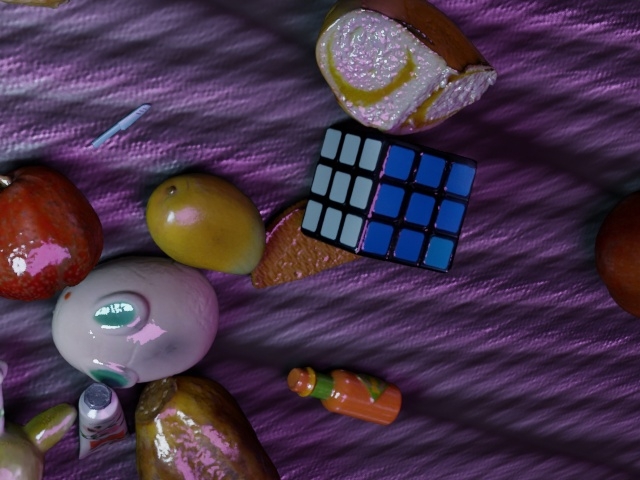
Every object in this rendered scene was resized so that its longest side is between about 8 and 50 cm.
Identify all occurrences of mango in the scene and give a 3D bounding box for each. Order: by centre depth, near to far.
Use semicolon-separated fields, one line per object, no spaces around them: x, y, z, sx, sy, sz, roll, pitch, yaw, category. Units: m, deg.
-0.147;-0.018;1.853;0.130;0.092;0.195;-45;131;-1;mango

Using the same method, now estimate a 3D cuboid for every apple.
0.536;0.020;2.135;0.234;0.234;0.234;-12;121;-20;apple

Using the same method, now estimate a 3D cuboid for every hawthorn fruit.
-0.361;-0.030;1.722;0.162;0.162;0.203;-23;106;-13;hawthorn fruit

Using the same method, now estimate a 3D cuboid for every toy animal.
-0.443;0.325;1.864;0.181;0.180;0.363;10;90;-37;toy animal

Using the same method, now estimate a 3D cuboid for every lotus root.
-0.168;0.312;1.971;0.193;0.193;0.291;-32;128;-7;lotus root

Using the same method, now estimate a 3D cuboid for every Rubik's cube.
0.092;-0.056;1.886;0.160;0.163;0.162;13;92;-32;Rubik's cube

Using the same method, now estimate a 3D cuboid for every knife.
-0.254;-0.147;1.782;0.091;0.005;0.014;-38;125;-3;knife

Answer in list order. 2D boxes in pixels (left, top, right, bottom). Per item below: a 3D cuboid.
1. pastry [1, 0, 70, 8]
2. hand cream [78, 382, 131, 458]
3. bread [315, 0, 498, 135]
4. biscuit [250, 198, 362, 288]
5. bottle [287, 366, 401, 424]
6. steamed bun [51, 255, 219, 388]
-0.337;-0.388;1.541;0.235;0.121;0.257;24;106;-30;pastry
-0.298;0.250;1.897;0.080;0.050;0.234;-20;158;-14;hand cream
0.104;-0.240;1.824;0.260;0.156;0.158;33;123;-24;bread
-0.007;-0.007;1.968;0.206;0.025;0.126;-17;123;-19;biscuit
0.033;0.227;2.091;0.187;0.069;0.069;17;108;-33;bottle
-0.240;0.115;1.857;0.228;0.131;0.177;1;119;-28;steamed bun
